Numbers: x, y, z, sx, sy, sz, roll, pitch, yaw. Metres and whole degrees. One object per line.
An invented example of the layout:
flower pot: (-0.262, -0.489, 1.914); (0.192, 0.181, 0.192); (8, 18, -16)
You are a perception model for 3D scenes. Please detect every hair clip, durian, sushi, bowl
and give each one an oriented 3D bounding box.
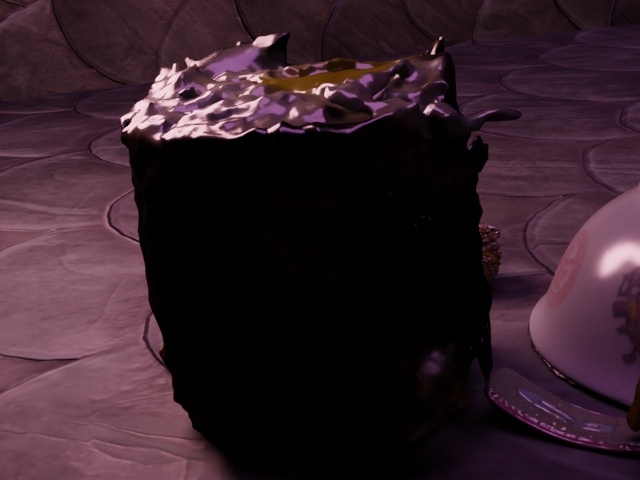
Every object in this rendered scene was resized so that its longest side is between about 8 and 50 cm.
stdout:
hair clip: (0.194, 0.134, 0.723); (0.137, 0.022, 0.054); (17, 28, 25)
durian: (0.157, 0.017, 0.994); (0.080, 0.091, 0.080); (-1, 59, 2)
sushi: (-0.002, -0.002, 0.748); (0.281, 0.294, 0.299); (-6, 21, -3)
bowl: (0.359, 0.015, 0.829); (0.345, 0.157, 0.345); (-3, 20, 1)

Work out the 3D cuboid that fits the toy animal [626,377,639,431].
toy animal: (0.307, 0.118, 0.657); (0.159, 0.083, 0.070); (1, 33, -8)
